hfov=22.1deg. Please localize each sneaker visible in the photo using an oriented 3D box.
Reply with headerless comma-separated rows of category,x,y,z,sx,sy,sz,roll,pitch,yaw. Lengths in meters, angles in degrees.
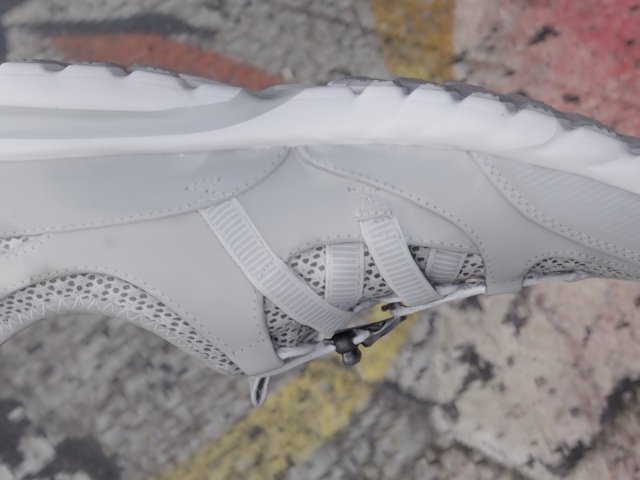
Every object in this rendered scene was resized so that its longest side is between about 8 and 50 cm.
sneaker,0.000,0.000,0.571,0.281,0.115,0.105,4,7,6
